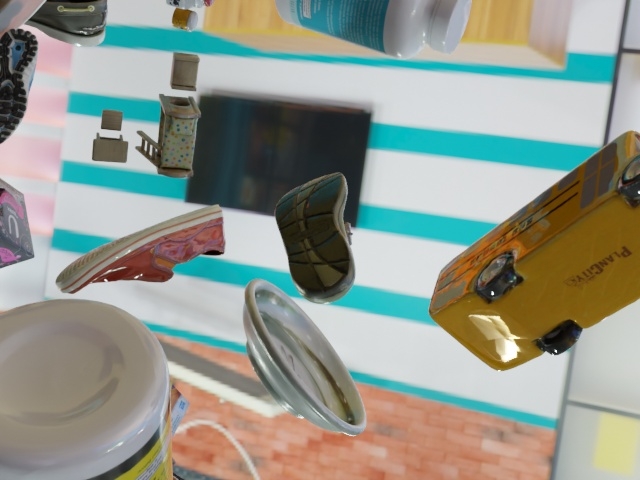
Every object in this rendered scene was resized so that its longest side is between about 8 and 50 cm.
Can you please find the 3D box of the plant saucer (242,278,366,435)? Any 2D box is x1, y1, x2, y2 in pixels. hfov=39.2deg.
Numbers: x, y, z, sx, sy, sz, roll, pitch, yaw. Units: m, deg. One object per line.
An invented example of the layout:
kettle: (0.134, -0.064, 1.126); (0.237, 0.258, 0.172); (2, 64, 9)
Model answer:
plant saucer: (-0.058, 0.268, 1.932); (0.400, 0.100, 0.400); (51, -170, -12)

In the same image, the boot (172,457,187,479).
boot: (-0.325, 0.539, 1.726); (0.264, 0.096, 0.280); (48, -153, 5)

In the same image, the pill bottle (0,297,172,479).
pill bottle: (-0.231, 0.231, 0.835); (0.188, 0.334, 0.188); (4, -140, -3)

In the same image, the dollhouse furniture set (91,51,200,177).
dollhouse furniture set: (-0.279, -0.205, 1.443); (0.161, 0.182, 0.101); (2, -155, -18)

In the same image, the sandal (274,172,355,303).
sandal: (-0.001, 0.001, 1.380); (0.120, 0.086, 0.303); (-19, -141, 12)

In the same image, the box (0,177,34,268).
box: (-0.633, -0.039, 1.562); (0.163, 0.142, 0.247); (-18, 161, 5)

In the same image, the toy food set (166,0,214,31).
toy food set: (-0.206, -0.474, 1.602); (0.104, 0.111, 0.232); (18, 141, 7)

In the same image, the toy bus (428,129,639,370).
toy bus: (0.256, 0.006, 0.873); (0.108, 0.333, 0.130); (40, -141, -10)

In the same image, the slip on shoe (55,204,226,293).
slip on shoe: (-0.294, 0.029, 1.541); (0.331, 0.101, 0.123); (-23, -172, -39)

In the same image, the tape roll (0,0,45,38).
tape roll: (-0.431, -0.302, 1.024); (0.072, 0.392, 0.392); (49, -176, -3)

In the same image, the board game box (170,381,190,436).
board game box: (-0.361, 0.327, 1.375); (0.078, 0.347, 0.233); (-1, 137, 33)

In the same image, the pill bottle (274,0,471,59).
pill bottle: (0.077, -0.349, 1.287); (0.264, 0.146, 0.146); (23, -171, 19)

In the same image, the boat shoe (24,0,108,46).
boat shoe: (-0.518, -0.427, 1.548); (0.305, 0.091, 0.109); (15, -138, -10)

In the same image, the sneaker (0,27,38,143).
sneaker: (-0.411, -0.197, 1.201); (0.063, 0.162, 0.073); (17, 166, -6)
